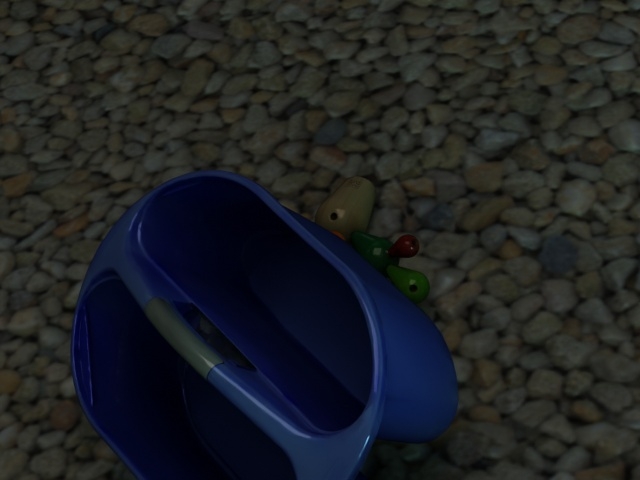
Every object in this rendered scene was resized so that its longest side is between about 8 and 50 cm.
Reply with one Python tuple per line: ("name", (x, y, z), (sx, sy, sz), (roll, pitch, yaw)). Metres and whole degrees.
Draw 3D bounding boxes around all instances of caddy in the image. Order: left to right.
("caddy", (-0.060, 0.096, 1.412), (0.341, 0.179, 0.241), (42, 100, 39))

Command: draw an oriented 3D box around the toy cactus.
("toy cactus", (0.000, 0.000, 1.612), (0.219, 0.112, 0.180), (0, 38, 26))
